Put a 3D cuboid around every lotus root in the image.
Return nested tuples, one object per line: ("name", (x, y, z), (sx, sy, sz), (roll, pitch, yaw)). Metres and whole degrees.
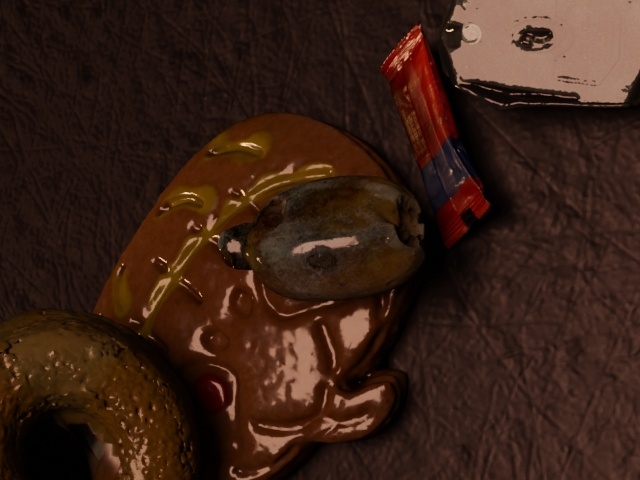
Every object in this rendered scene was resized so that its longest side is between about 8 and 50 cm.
("lotus root", (0.000, 0.000, 1.386), (0.192, 0.088, 0.113), (-7, 63, 20))

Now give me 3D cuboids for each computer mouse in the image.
("computer mouse", (0.213, -0.178, 1.377), (0.231, 0.071, 0.126), (2, 93, 25))

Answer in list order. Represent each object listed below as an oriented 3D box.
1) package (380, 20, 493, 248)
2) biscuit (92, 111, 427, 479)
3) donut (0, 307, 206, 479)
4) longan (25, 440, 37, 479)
("package", (0.105, -0.098, 1.434), (0.083, 0.022, 0.200), (-52, 51, 54))
("biscuit", (-0.063, 0.072, 1.487), (0.350, 0.070, 0.394), (34, 97, 32))
("donut", (-0.230, 0.193, 1.396), (0.272, 0.107, 0.272), (1, 84, -10))
("longan", (-0.462, 0.279, 1.546), (0.361, 0.361, 0.361), (-8, 75, 30))
